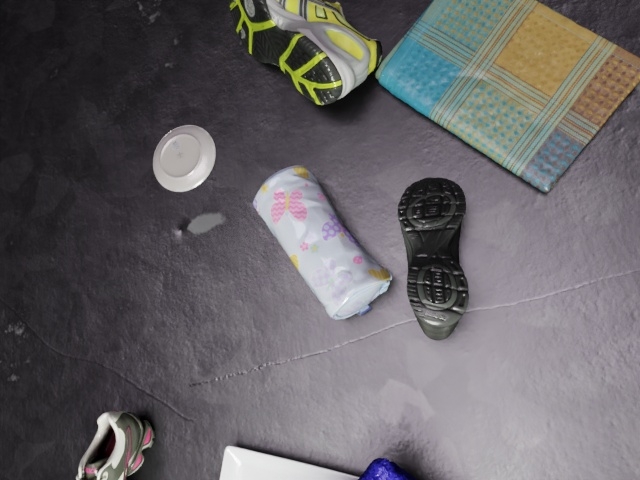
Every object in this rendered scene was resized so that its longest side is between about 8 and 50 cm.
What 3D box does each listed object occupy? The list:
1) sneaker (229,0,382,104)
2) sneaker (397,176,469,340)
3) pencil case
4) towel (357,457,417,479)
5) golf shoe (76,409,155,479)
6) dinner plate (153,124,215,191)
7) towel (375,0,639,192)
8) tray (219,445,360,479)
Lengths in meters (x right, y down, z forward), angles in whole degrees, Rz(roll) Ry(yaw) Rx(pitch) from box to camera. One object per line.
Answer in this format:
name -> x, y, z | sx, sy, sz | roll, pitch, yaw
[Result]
sneaker -> -0.043, -0.401, 1.046 | 0.147, 0.145, 0.384 | -30, 66, -24
sneaker -> 0.176, 0.025, 0.886 | 0.109, 0.130, 0.286 | 3, 57, 11
pencil case -> 0.000, 0.000, 0.939 | 0.124, 0.113, 0.273 | -36, 71, -3
towel -> 0.081, 0.482, 0.755 | 0.228, 0.076, 0.308 | 39, 77, -16
golf shoe -> -0.371, 0.420, 0.920 | 0.105, 0.120, 0.272 | -1, 59, 13
dinner plate -> -0.276, -0.167, 1.108 | 0.141, 0.017, 0.141 | -4, 76, 16
towel -> 0.312, -0.287, 0.948 | 0.370, 0.040, 0.271 | 40, 92, 18
tray -> -0.042, 0.433, 0.903 | 0.271, 0.030, 0.145 | 6, 80, 18
